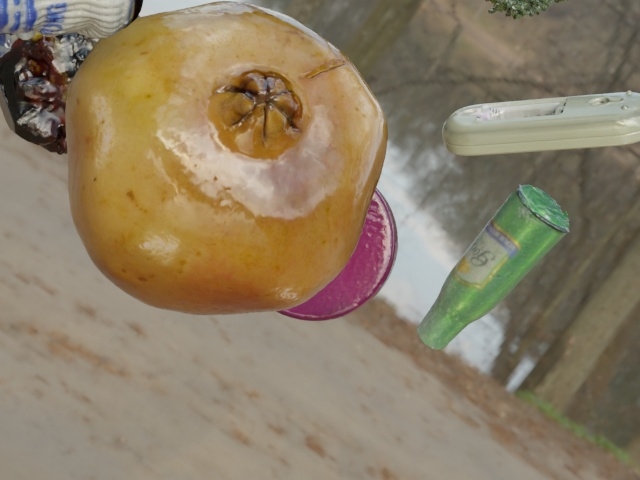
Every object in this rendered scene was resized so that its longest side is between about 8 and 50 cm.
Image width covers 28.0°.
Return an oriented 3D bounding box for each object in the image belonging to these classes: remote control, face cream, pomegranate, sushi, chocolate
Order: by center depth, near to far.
[{"bbox_3d":[-0.065,-0.049,0.822,0.209,0.209,0.209,34,13,-9],"label":"pomegranate"},{"bbox_3d":[0.232,-0.121,1.316,0.221,0.042,0.078,-4,26,23],"label":"remote control"},{"bbox_3d":[-0.273,-0.172,1.400,0.150,0.172,0.153,-18,41,-19],"label":"sushi"},{"bbox_3d":[0.000,0.000,1.443,0.175,0.175,0.195,37,2,4],"label":"face cream"},{"bbox_3d":[0.253,0.051,1.964,0.110,0.291,0.110,31,25,-16],"label":"chocolate"}]

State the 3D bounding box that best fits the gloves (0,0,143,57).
[{"bbox_3d":[-0.209,-0.148,0.684,0.229,0.119,0.097,4,56,-9],"label":"gloves"}]

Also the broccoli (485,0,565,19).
[{"bbox_3d":[0.187,-0.390,1.628,0.221,0.361,0.252,-26,101,-54],"label":"broccoli"}]
